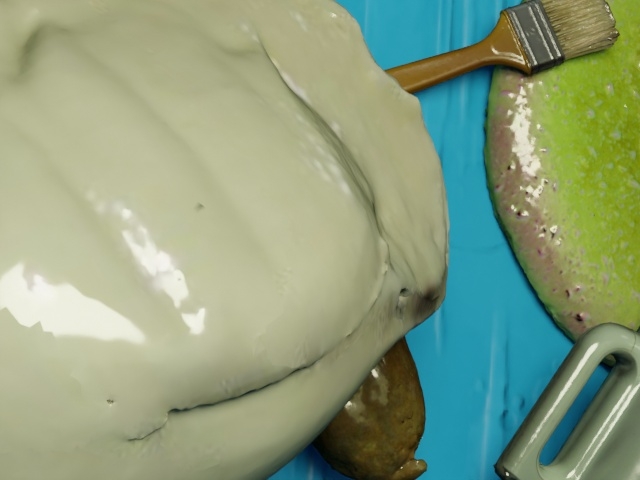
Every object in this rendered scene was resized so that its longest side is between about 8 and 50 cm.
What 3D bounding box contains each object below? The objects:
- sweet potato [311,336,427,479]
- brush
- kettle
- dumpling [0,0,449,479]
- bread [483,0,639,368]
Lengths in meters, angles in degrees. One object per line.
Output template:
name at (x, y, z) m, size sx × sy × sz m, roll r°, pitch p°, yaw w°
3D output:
sweet potato at (0.000, 0.000, 0.963) m, size 0.075 × 0.075 × 0.273 m, roll -10°, pitch 84°, yaw -31°
brush at (0.094, -0.109, 1.041) m, size 0.170 × 0.014 × 0.043 m, roll -20°, pitch 79°, yaw -15°
kettle at (0.189, 0.112, 1.015) m, size 0.148 × 0.098 × 0.127 m, roll -52°, pitch 149°, yaw -6°
dumpling at (-0.105, -0.023, 0.805) m, size 0.395 × 0.233 × 0.316 m, roll -16°, pitch 92°, yaw -29°
bread at (0.231, -0.048, 1.119) m, size 0.301 × 0.045 × 0.301 m, roll 4°, pitch 82°, yaw -28°
